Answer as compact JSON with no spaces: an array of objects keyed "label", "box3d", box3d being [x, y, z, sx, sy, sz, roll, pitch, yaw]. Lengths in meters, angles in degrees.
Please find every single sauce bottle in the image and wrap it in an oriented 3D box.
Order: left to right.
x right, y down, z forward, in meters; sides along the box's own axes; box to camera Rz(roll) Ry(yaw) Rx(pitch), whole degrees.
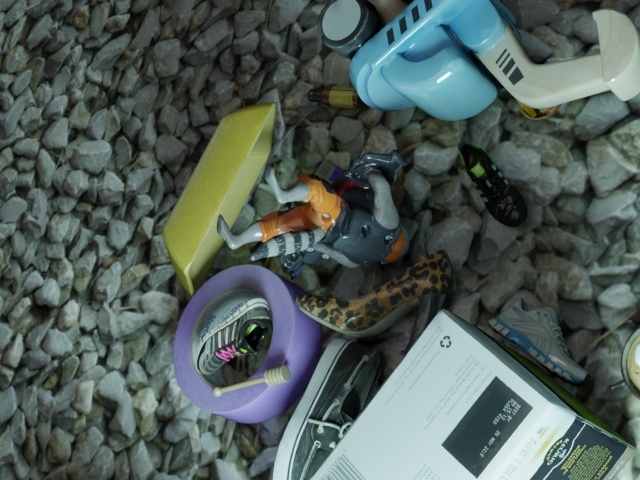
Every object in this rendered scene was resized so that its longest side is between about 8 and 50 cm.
[{"label":"sauce bottle","box3d":[0.031,-0.274,2.119,0.128,0.042,0.042,12,77,40]}]

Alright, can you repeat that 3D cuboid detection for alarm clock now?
[{"label":"alarm clock","box3d":[0.507,0.178,1.550,0.192,0.064,0.129,10,76,41]}]

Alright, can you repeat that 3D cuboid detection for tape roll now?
[{"label":"tape roll","box3d":[-0.134,0.185,2.003,0.274,0.090,0.275,-16,61,31]}]

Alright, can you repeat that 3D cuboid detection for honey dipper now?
[{"label":"honey dipper","box3d":[-0.122,0.243,1.891,0.160,0.030,0.031,-20,59,31]}]

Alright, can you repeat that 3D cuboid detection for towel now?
[{"label":"towel","box3d":[0.018,-0.113,2.077,0.083,0.009,0.060,38,94,41]}]

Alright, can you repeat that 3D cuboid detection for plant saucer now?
[{"label":"plant saucer","box3d":[-0.192,-0.077,2.003,0.081,0.333,0.333,27,78,0]}]

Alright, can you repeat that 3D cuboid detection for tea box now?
[{"label":"tea box","box3d":[0.208,0.319,1.535,0.329,0.323,0.220,-52,50,5]}]

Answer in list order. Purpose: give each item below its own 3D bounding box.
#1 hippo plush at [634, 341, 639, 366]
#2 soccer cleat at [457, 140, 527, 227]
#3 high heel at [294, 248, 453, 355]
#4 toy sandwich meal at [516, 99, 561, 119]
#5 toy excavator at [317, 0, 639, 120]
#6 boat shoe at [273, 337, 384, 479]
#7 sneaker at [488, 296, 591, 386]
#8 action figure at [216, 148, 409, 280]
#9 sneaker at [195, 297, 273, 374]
[{"label":"hippo plush","box3d":[0.503,0.200,1.401,0.236,0.294,0.234,49,137,30]},{"label":"soccer cleat","box3d":[0.278,-0.092,1.834,0.060,0.072,0.179,-40,52,15]},{"label":"high heel","box3d":[0.092,0.077,1.875,0.261,0.093,0.186,18,86,25]},{"label":"toy sandwich meal","box3d":[0.367,-0.239,1.863,0.085,0.029,0.086,-15,62,31]},{"label":"toy excavator","box3d":[0.272,-0.308,1.854,0.433,0.222,0.445,-39,58,19]},{"label":"boat shoe","box3d":[0.022,0.309,1.821,0.104,0.113,0.306,10,61,33]},{"label":"sneaker","box3d":[0.342,0.146,1.685,0.083,0.071,0.190,-50,50,-1]},{"label":"action figure","box3d":[0.000,0.000,1.860,0.341,0.330,0.179,-54,39,40]},{"label":"sneaker","box3d":[-0.145,0.177,1.914,0.170,0.063,0.075,-43,45,6]}]
